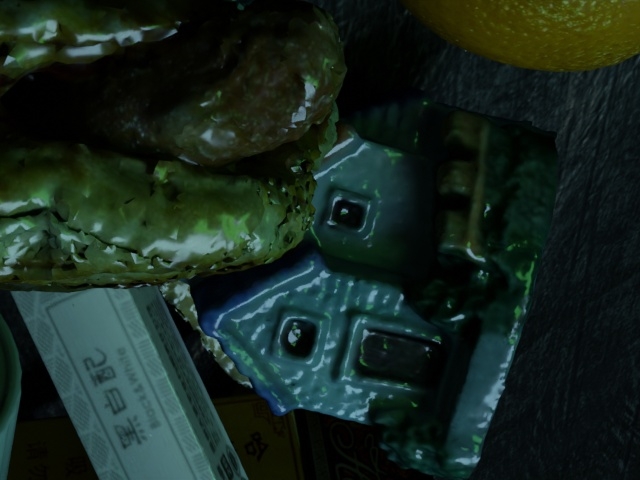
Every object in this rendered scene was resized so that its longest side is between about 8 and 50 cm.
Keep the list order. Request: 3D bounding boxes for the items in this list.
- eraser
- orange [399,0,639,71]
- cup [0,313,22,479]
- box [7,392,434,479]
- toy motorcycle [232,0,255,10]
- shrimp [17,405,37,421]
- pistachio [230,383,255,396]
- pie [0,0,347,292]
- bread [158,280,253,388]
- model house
[{"bbox_3d":[-0.140,0.154,1.255,0.096,0.404,0.098,-22,-173,7],"label":"eraser"},{"bbox_3d":[0.153,-0.247,1.011,0.274,0.274,0.274,-26,151,-15],"label":"orange"},{"bbox_3d":[-0.359,0.239,1.183,0.392,0.401,0.310,-66,177,39],"label":"cup"},{"bbox_3d":[-0.091,0.283,1.432,0.415,0.264,0.116,-5,147,-8],"label":"box"},{"bbox_3d":[-0.068,-0.237,0.987,0.260,0.154,0.206,11,107,-60],"label":"toy motorcycle"},{"bbox_3d":[-0.329,0.189,1.473,0.126,0.047,0.223,-26,154,-23],"label":"shrimp"},{"bbox_3d":[0.001,0.185,1.669,0.187,0.187,0.299,-4,140,-43],"label":"pistachio"},{"bbox_3d":[-0.177,-0.058,0.977,0.395,0.180,0.418,-3,180,-6],"label":"pie"},{"bbox_3d":[-0.014,0.006,1.462,0.266,0.178,0.142,-35,-176,7],"label":"bread"},{"bbox_3d":[0.000,0.000,1.295,0.252,0.329,0.295,-99,-154,-79],"label":"model house"}]
